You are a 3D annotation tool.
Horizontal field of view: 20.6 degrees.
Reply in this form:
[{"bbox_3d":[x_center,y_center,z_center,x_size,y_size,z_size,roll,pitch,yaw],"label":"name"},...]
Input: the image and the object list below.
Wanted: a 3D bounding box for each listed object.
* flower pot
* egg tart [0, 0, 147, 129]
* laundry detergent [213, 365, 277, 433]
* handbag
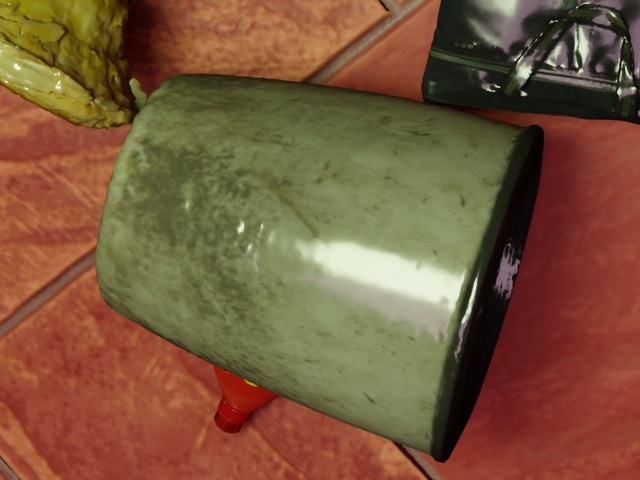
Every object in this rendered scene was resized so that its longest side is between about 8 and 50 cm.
[{"bbox_3d":[0.000,0.000,1.502,0.330,0.293,0.293,18,113,12],"label":"flower pot"},{"bbox_3d":[-0.253,-0.206,1.475,0.295,0.295,0.116,35,99,-3],"label":"egg tart"},{"bbox_3d":[-0.064,0.111,1.672,0.097,0.049,0.165,32,114,8],"label":"laundry detergent"},{"bbox_3d":[0.220,-0.196,1.477,0.254,0.088,0.211,7,103,5],"label":"handbag"}]
